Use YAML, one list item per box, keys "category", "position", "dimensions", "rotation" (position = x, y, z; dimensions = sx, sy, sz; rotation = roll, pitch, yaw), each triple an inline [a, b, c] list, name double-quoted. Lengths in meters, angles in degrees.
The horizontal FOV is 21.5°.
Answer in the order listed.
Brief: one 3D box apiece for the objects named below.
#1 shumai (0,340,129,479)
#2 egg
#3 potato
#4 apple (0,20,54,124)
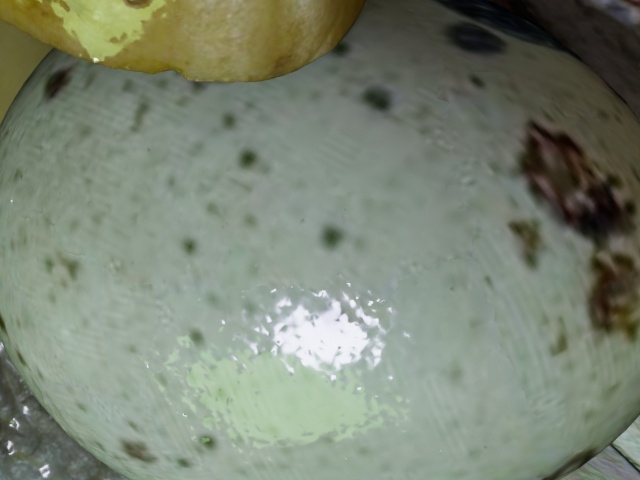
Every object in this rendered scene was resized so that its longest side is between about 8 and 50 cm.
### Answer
- category: "shumai"
  position: [-0.178, 0.103, 1.375]
  dimensions: [0.263, 0.304, 0.309]
  rotation: [-4, 105, 68]
- category: "egg"
  position: [0.000, 0.000, 0.841]
  dimensions: [0.379, 0.287, 0.287]
  rotation: [-2, 146, 34]
- category: "potato"
  position: [-0.066, -0.182, 0.683]
  dimensions: [0.203, 0.178, 0.158]
  rotation: [37, 147, 17]
- category: "apple"
  position: [-0.280, -0.091, 1.063]
  dimensions: [0.292, 0.254, 0.292]
  rotation: [24, 155, 12]
